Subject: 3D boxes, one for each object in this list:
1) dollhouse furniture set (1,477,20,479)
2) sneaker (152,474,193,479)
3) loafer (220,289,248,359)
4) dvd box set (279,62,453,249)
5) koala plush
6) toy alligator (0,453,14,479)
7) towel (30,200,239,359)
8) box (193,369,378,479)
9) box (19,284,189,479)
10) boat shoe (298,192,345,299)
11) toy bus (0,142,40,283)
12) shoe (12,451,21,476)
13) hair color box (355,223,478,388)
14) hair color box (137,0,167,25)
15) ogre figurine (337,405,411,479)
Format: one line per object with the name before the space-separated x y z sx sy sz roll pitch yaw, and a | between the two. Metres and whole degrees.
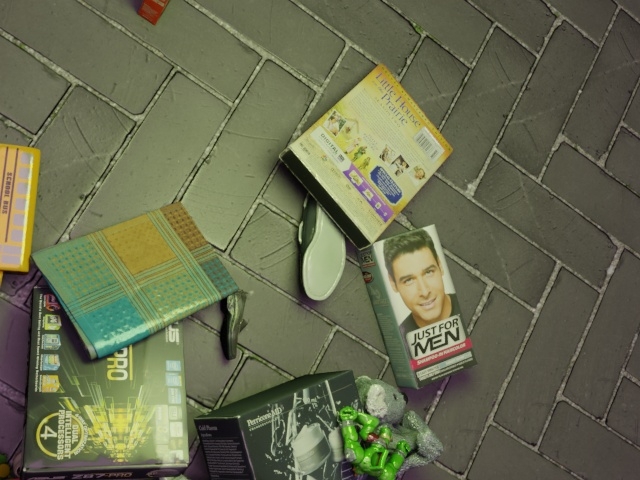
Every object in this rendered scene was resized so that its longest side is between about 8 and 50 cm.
dollhouse furniture set | -0.717 0.587 1.489 0.374 0.201 0.152 -2 45 -22
sneaker | -0.365 0.658 1.681 0.210 0.137 0.366 41 66 -11
loafer | -0.198 0.195 1.843 0.061 0.062 0.170 4 83 -25
dvd box set | 0.126 -0.219 1.963 0.307 0.062 0.420 49 54 -9
koala plush | 0.151 0.432 1.883 0.203 0.196 0.221 -24 96 -5
toy alligator | -0.667 0.470 1.632 0.051 0.056 0.189 -11 86 -63
towel | -0.396 0.077 1.713 0.370 0.040 0.271 -25 72 -35
box | -0.062 0.486 1.739 0.343 0.179 0.312 -14 87 -43
box | -0.445 0.293 1.636 0.318 0.097 0.395 7 58 -23
boat shoe | 0.000 0.000 1.928 0.114 0.091 0.302 21 74 -28
toy bus | -0.676 -0.031 1.662 0.130 0.108 0.332 6 80 -22
shoe | -0.543 0.440 1.662 0.219 0.058 0.076 -25 91 -14
hair color box | 0.242 0.166 1.988 0.185 0.113 0.374 -17 89 -22
hair color box | -0.367 -0.576 1.819 0.053 0.167 0.093 30 74 -15
ogre figurine | 0.113 0.454 1.718 0.197 0.097 0.118 54 35 -34
